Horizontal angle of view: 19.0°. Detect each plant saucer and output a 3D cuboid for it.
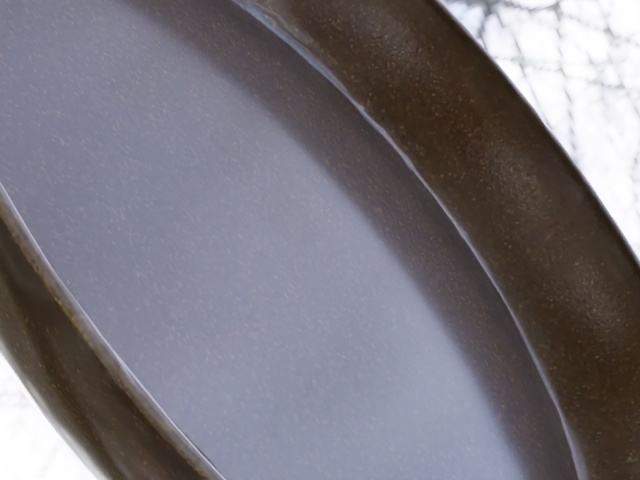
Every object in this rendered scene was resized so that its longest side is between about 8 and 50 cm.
[{"bbox_3d":[0.000,0.000,0.509,0.050,0.311,0.310,-40,-102,26],"label":"plant saucer"}]
